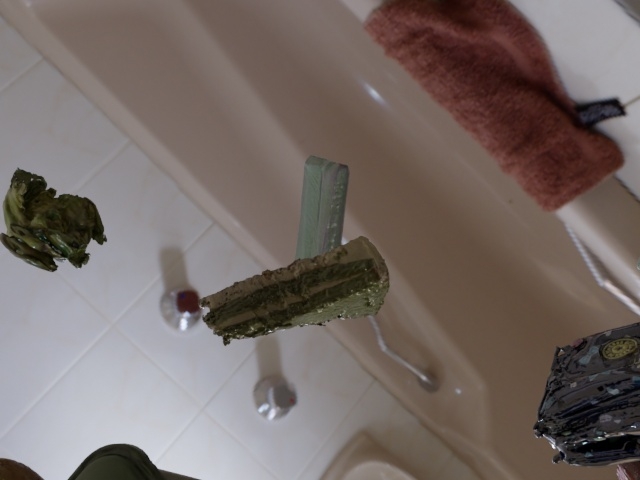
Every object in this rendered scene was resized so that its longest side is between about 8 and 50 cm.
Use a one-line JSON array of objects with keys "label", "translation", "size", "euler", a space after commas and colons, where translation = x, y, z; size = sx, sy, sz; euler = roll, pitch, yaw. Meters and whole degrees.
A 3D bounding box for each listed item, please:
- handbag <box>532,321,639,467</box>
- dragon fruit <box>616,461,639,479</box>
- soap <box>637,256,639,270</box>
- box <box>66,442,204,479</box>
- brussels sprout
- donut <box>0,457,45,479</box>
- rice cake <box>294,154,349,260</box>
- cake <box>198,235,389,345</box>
[{"label": "handbag", "translation": [0.346, 0.161, 0.858], "size": [0.113, 0.162, 0.260], "euler": [46, 139, -14]}, {"label": "dragon fruit", "translation": [0.666, 0.474, 1.499], "size": [0.189, 0.163, 0.262], "euler": [52, -161, -12]}, {"label": "soap", "translation": [0.556, 0.061, 1.012], "size": [0.150, 0.094, 0.261], "euler": [30, 175, -37]}, {"label": "box", "translation": [-0.183, 0.379, 0.722], "size": [0.252, 0.329, 0.178], "euler": [43, -178, 28]}, {"label": "brussels sprout", "translation": [-0.203, -0.006, 0.591], "size": [0.085, 0.058, 0.085], "euler": [31, -169, -7]}, {"label": "donut", "translation": [-0.206, 0.234, 0.464], "size": [0.227, 0.113, 0.226], "euler": [59, -172, -14]}, {"label": "rice cake", "translation": [-0.001, 0.001, 1.071], "size": [0.080, 0.042, 0.222], "euler": [22, 108, 51]}, {"label": "cake", "translation": [-0.019, 0.045, 0.589], "size": [0.055, 0.140, 0.051], "euler": [90, 156, -52]}]
